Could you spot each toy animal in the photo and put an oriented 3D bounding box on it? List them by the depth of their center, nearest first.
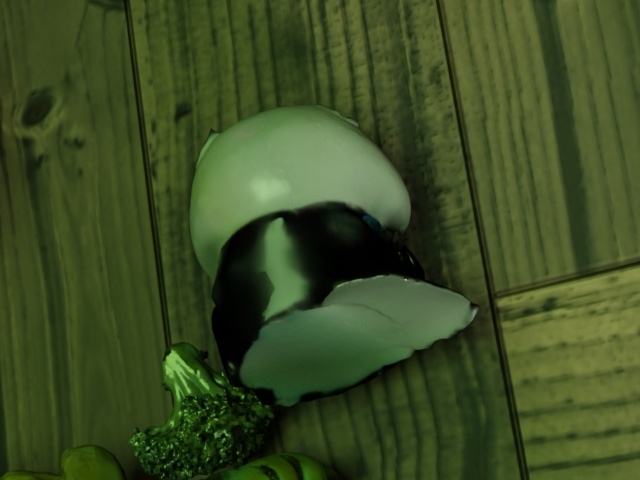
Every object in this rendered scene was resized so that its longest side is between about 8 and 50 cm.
[{"bbox_3d":[0.000,0.000,0.930,0.166,0.138,0.179,-18,64,5],"label":"toy animal"}]

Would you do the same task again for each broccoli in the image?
[{"bbox_3d":[-0.077,0.112,0.972,0.097,0.095,0.092,-45,76,23],"label":"broccoli"}]

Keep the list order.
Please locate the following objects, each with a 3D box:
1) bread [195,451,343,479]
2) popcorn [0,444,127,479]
[{"bbox_3d":[-0.038,0.199,0.919,0.139,0.071,0.130,0,80,-5],"label":"bread"},{"bbox_3d":[-0.221,0.261,0.951,0.250,0.235,0.241,-23,52,11],"label":"popcorn"}]
